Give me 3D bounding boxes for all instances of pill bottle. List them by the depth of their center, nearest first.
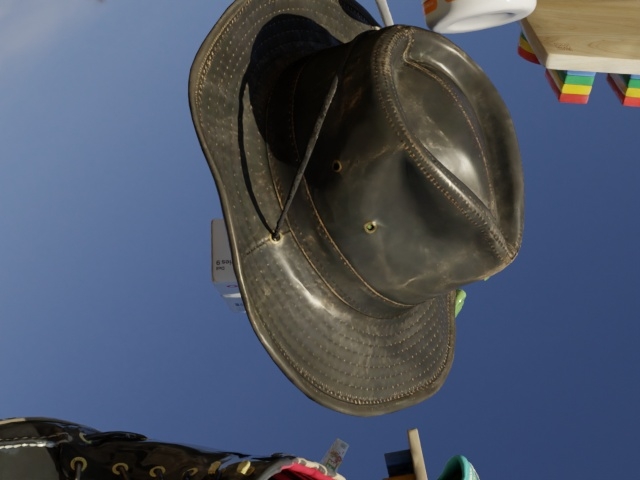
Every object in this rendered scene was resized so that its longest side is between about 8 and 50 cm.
[{"bbox_3d":[0.110,-0.239,0.760,0.086,0.152,0.086,-9,-179,0],"label":"pill bottle"}]

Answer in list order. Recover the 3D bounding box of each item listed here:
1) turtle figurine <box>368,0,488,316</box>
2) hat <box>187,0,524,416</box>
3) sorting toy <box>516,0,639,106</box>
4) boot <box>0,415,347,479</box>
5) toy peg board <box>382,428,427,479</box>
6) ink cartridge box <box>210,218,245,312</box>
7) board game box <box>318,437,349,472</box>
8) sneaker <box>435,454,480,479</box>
[{"bbox_3d":[0.049,-0.051,0.951,0.198,0.266,0.274,-32,154,-57],"label":"turtle figurine"},{"bbox_3d":[0.064,-0.049,0.711,0.134,0.331,0.331,-15,-143,36],"label":"hat"},{"bbox_3d":[0.435,-0.297,1.575,0.257,0.089,0.255,2,-145,-7],"label":"sorting toy"},{"bbox_3d":[-0.165,0.254,0.971,0.284,0.377,0.138,-6,-110,46],"label":"boot"},{"bbox_3d":[0.112,0.361,1.384,0.079,0.161,0.160,-11,-117,1],"label":"toy peg board"},{"bbox_3d":[-0.081,0.047,1.865,0.211,0.289,0.121,-3,-104,1],"label":"ink cartridge box"},{"bbox_3d":[-0.006,0.422,1.742,0.103,0.026,0.154,-57,178,29],"label":"board game box"},{"bbox_3d":[0.192,0.498,1.831,0.107,0.110,0.275,4,-147,44],"label":"sneaker"}]
